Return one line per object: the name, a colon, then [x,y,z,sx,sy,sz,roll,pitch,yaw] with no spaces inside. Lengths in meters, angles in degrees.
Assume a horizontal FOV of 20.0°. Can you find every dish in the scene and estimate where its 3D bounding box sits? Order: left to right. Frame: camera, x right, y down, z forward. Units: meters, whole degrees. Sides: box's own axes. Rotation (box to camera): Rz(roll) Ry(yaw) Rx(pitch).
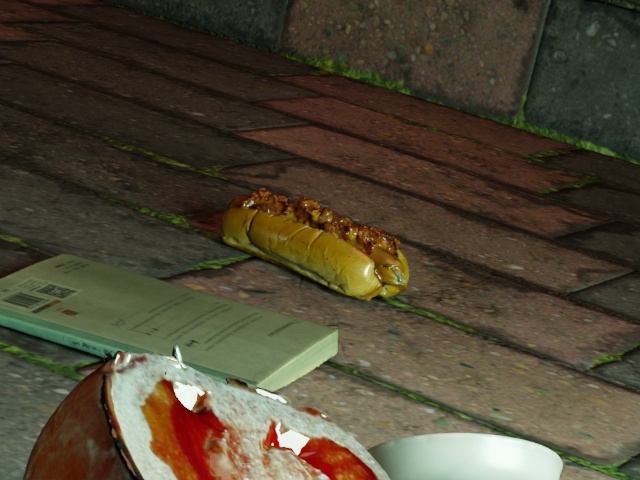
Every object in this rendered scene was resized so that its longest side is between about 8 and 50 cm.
dish: [0.095,0.189,1.242,0.141,0.078,0.141,2,-23,1]

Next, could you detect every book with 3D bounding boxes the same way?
book: [-0.147,0.071,1.573,0.283,0.025,0.215,16,15,18]

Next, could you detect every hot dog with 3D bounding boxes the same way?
hot dog: [0.000,0.000,1.879,0.249,0.076,0.102,23,14,39]

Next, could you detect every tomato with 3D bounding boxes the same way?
tomato: [-0.068,0.172,0.956,0.214,0.155,0.181,27,20,-34]
